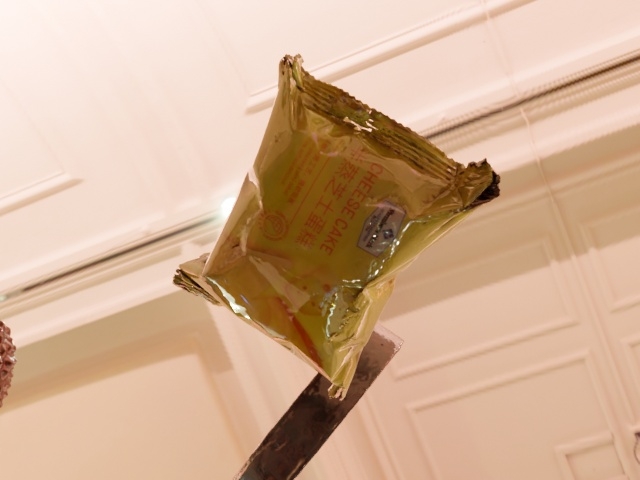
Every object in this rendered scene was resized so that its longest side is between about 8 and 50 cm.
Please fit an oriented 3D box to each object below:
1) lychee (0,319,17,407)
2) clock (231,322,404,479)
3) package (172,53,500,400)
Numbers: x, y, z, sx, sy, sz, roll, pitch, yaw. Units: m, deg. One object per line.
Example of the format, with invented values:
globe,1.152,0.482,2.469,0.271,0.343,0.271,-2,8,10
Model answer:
lychee,-0.481,0.174,1.146,0.188,0.188,0.188,2,-78,10
clock,-0.006,0.210,1.086,0.055,0.280,0.280,40,-74,7
package,0.000,0.000,0.622,0.168,0.090,0.226,33,-57,7
